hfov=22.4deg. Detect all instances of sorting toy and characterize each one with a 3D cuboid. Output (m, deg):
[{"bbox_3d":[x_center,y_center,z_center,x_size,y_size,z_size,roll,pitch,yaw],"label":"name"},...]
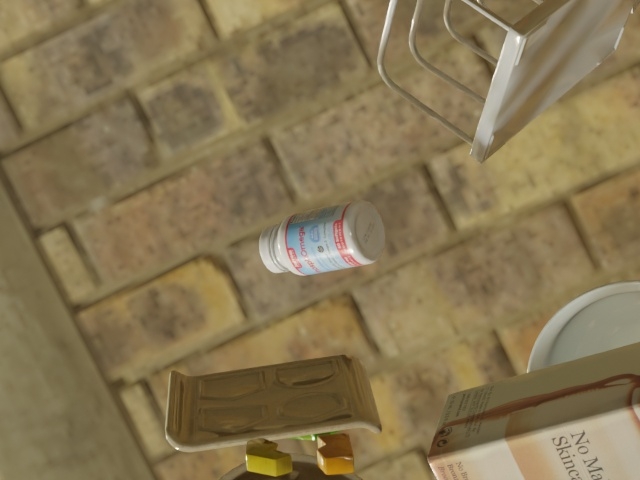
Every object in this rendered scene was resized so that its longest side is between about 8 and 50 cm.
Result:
[{"bbox_3d":[-0.051,0.197,1.741,0.229,0.041,0.307,-4,-165,-3],"label":"sorting toy"}]

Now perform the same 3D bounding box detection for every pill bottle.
[{"bbox_3d":[0.000,0.000,2.166,0.160,0.087,0.087,-12,-167,35],"label":"pill bottle"}]

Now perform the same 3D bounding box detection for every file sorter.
[{"bbox_3d":[0.216,-0.262,1.807,0.278,0.173,0.193,-40,156,-35],"label":"file sorter"}]

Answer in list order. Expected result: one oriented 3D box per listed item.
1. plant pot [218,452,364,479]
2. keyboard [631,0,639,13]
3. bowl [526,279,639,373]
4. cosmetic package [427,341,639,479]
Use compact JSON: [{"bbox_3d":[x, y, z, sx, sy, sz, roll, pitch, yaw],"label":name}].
[{"bbox_3d":[-0.076,0.505,2.266,0.334,0.334,0.305,-30,169,-31],"label":"plant pot"},{"bbox_3d":[0.447,-0.376,2.204,0.014,0.072,0.256,10,-155,17],"label":"keyboard"},{"bbox_3d":[0.434,0.185,2.165,0.298,0.298,0.134,-24,-178,19],"label":"bowl"},{"bbox_3d":[0.283,0.217,1.711,0.296,0.153,0.129,-20,-158,26],"label":"cosmetic package"}]
